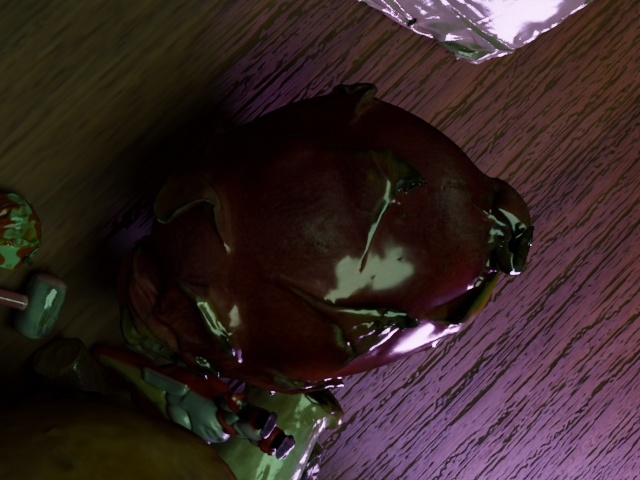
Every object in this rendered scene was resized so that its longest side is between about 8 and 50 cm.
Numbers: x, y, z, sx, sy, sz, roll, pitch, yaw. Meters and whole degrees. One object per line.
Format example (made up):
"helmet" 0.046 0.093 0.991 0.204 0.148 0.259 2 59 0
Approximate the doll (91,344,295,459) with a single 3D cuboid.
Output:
"doll" -0.093 0.128 1.539 0.109 0.169 0.057 52 56 -44

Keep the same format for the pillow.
"pillow" 0.116 -0.228 1.566 0.173 0.067 0.270 -39 143 24

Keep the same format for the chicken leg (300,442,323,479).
"chicken leg" -0.004 0.267 1.762 0.125 0.080 0.196 -55 129 -17

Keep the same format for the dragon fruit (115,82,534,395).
"dragon fruit" 0.004 -0.001 1.500 0.315 0.250 0.250 -5 125 7

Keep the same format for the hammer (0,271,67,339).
"hammer" -0.232 0.043 1.472 0.083 0.031 0.052 17 98 -34

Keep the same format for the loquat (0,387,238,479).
"loquat" -0.190 0.268 1.430 0.328 0.328 0.328 -20 124 -32

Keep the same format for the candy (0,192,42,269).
"candy" -0.279 -0.014 1.397 0.185 0.049 0.055 8 77 -37

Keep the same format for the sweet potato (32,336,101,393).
"sweet potato" -0.192 0.130 1.537 0.049 0.049 0.117 -29 129 -26

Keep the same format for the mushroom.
"mushroom" -0.086 0.242 1.658 0.100 0.081 0.312 28 94 -4
